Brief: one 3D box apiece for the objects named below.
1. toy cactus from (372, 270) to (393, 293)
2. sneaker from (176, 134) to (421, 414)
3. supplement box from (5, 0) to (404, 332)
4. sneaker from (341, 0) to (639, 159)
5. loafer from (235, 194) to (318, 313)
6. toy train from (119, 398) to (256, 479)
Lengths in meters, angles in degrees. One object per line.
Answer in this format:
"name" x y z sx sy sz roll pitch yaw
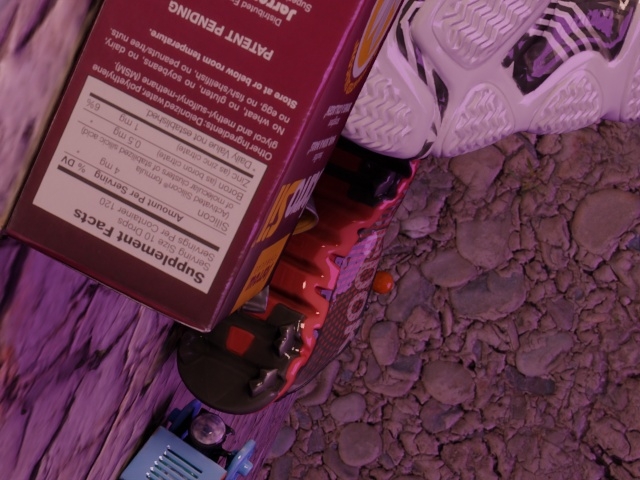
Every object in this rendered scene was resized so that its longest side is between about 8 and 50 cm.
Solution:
"toy cactus" 0.009 -0.023 0.989 0.219 0.112 0.180 -33 140 -63
"sneaker" -0.001 0.000 0.841 0.276 0.097 0.135 -61 163 -5
"supplement box" -0.024 -0.074 0.419 0.188 0.081 0.104 -64 175 11
"sneaker" 0.073 -0.162 0.705 0.366 0.210 0.137 -8 132 -41
"loafer" -0.030 -0.023 0.721 0.170 0.061 0.062 -61 173 -31
"toy train" -0.114 0.200 0.930 0.105 0.080 0.184 -49 170 -34
